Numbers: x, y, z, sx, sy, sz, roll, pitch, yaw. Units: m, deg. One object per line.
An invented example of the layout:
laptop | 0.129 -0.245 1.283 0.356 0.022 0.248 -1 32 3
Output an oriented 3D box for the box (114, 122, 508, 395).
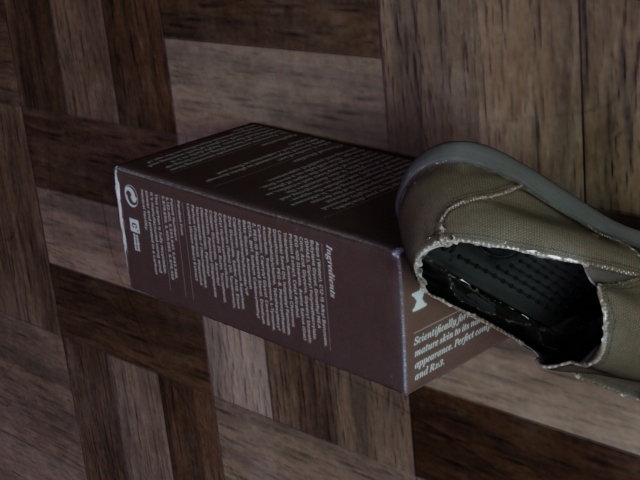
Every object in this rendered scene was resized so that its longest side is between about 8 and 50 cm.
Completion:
box | 0.000 0.000 1.187 0.381 0.191 0.143 16 118 44

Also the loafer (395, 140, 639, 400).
loafer | 0.211 0.065 0.934 0.366 0.130 0.134 24 129 1
